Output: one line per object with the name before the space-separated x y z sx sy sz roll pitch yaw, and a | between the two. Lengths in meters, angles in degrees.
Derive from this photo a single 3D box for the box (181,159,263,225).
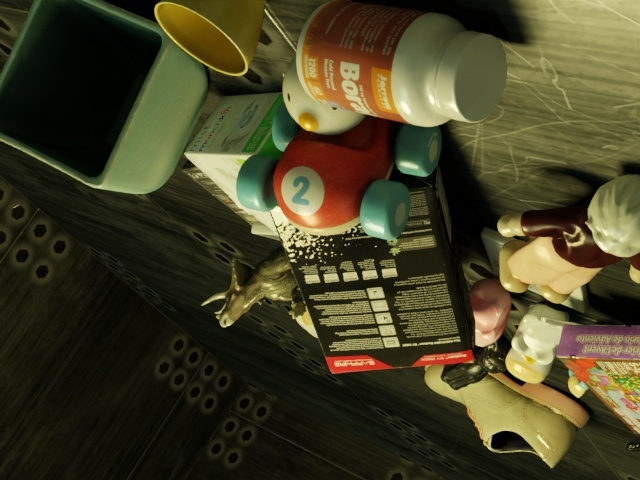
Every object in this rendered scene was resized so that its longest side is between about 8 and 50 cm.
box | -0.124 -0.098 2.033 0.183 0.056 0.231 38 164 -24

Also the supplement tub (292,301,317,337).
supplement tub | 0.041 0.129 2.244 0.144 0.144 0.199 39 164 -22

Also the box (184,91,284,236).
box | -0.039 -0.096 1.740 0.262 0.127 0.231 40 163 -28

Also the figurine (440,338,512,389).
figurine | 0.254 0.187 2.145 0.215 0.092 0.209 36 156 -11

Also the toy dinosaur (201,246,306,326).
toy dinosaur | -0.035 0.046 1.910 0.160 0.313 0.121 28 135 49

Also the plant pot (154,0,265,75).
plant pot | -0.121 -0.281 1.389 0.134 0.095 0.134 30 165 9

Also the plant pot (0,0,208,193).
plant pot | -0.311 -0.210 1.738 0.247 0.248 0.252 26 -179 23

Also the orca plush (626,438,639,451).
orca plush | 0.611 0.377 1.971 0.151 0.102 0.287 35 164 -11

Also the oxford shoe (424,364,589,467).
oxford shoe | 0.342 0.338 2.293 0.397 0.147 0.140 14 157 50

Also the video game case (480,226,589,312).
video game case | 0.319 0.045 1.679 0.157 0.019 0.143 24 163 27

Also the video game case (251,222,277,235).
video game case | 0.000 0.000 2.035 0.183 0.023 0.201 15 175 -30

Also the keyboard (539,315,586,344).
keyboard | 0.447 0.156 1.653 0.256 0.014 0.072 12 156 16

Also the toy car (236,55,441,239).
toy car | 0.006 -0.149 1.396 0.219 0.210 0.238 13 145 26

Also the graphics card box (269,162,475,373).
graphics card box | 0.083 0.039 1.634 0.232 0.094 0.371 -6 135 15

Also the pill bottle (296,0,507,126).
pill bottle | 0.087 -0.189 1.221 0.216 0.121 0.121 18 159 42

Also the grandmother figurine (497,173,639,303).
grandmother figurine | 0.323 -0.002 1.403 0.207 0.104 0.342 7 165 -11

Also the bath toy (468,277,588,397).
bath toy | 0.281 0.120 1.810 0.348 0.151 0.129 27 -151 11

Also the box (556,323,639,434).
box | 0.496 0.209 1.641 0.200 0.057 0.293 -4 148 40
